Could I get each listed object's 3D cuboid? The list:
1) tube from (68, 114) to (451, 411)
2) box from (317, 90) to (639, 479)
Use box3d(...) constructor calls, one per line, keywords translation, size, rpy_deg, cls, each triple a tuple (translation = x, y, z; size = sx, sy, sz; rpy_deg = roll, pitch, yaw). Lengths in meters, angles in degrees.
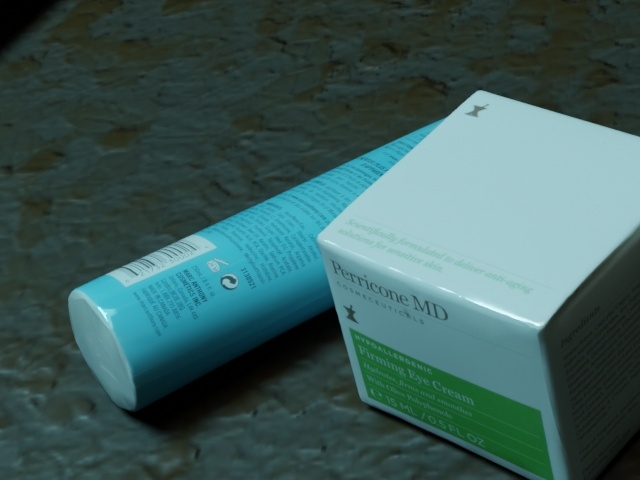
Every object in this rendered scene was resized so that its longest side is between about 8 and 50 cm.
box3d(translation=(0.000, 0.000, 0.664), size=(0.207, 0.052, 0.080), rpy_deg=(-27, 44, -23), cls="tube")
box3d(translation=(0.074, 0.016, 0.582), size=(0.101, 0.087, 0.102), rpy_deg=(22, 51, 38), cls="box")
